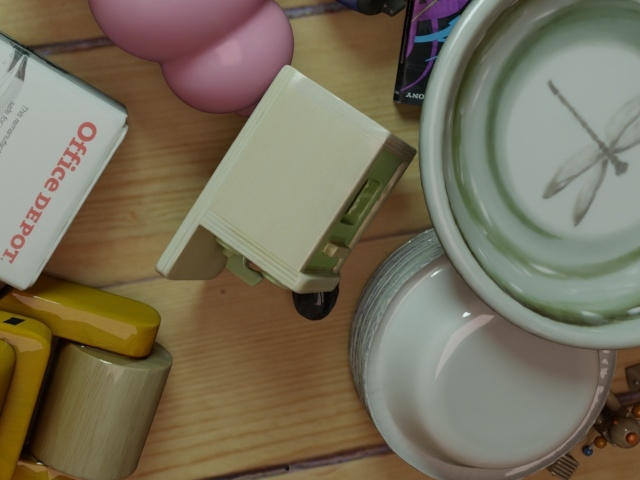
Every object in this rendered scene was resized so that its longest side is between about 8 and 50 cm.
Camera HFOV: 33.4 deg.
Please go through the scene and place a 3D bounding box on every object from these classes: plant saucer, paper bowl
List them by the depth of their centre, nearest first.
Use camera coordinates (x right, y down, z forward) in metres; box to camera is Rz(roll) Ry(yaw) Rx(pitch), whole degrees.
[{"bbox_3d":[0.277,-0.097,1.045,0.401,0.100,0.400,-2,99,-12],"label":"plant saucer"},{"bbox_3d":[0.181,0.129,1.143,0.284,0.148,0.284,-3,104,-11],"label":"paper bowl"}]

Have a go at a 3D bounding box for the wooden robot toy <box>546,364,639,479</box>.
[{"bbox_3d":[0.331,0.213,1.226,0.173,0.079,0.076,-41,108,1],"label":"wooden robot toy"}]

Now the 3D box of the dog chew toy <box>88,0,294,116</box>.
[{"bbox_3d":[-0.137,-0.257,0.963,0.207,0.206,0.331,-32,115,-1],"label":"dog chew toy"}]

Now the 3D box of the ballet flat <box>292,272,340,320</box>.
[{"bbox_3d":[0.000,0.000,1.137,0.058,0.049,0.173,12,98,15],"label":"ballet flat"}]

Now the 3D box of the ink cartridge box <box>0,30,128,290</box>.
[{"bbox_3d":[-0.344,-0.107,1.002,0.273,0.114,0.197,31,96,-15],"label":"ink cartridge box"}]

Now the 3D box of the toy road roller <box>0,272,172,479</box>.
[{"bbox_3d":[-0.314,0.150,1.009,0.330,0.240,0.202,16,101,-14],"label":"toy road roller"}]

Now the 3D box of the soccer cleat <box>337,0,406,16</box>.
[{"bbox_3d":[0.099,-0.349,1.033,0.121,0.093,0.289,38,85,19],"label":"soccer cleat"}]

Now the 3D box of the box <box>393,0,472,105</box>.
[{"bbox_3d":[0.145,-0.216,1.106,0.116,0.029,0.162,5,105,-11],"label":"box"}]

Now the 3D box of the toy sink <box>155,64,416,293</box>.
[{"bbox_3d":[-0.026,-0.028,1.038,0.131,0.153,0.234,35,96,13],"label":"toy sink"}]
